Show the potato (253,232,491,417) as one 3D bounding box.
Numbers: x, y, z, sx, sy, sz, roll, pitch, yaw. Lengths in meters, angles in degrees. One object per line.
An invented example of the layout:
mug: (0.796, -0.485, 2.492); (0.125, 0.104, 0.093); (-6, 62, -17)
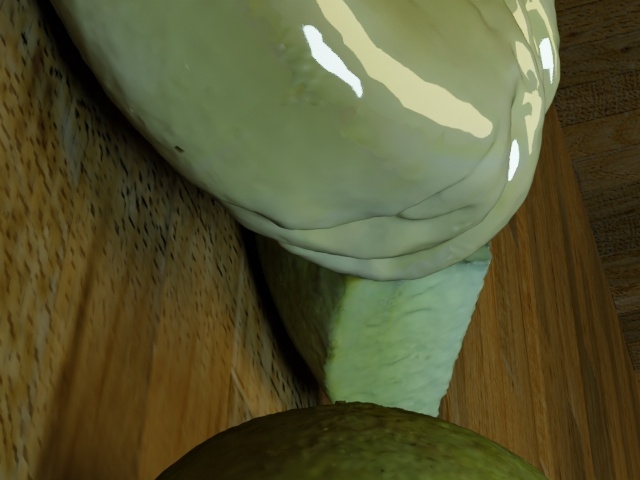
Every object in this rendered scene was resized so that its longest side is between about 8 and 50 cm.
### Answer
potato: (0.000, 0.000, 0.710); (0.120, 0.081, 0.149); (104, -28, -45)

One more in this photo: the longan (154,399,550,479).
longan: (0.007, 0.115, 0.447); (0.145, 0.176, 0.154); (-7, 109, -37)

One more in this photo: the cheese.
cheese: (-0.012, -0.098, 0.572); (0.226, 0.117, 0.214); (45, 29, -28)
